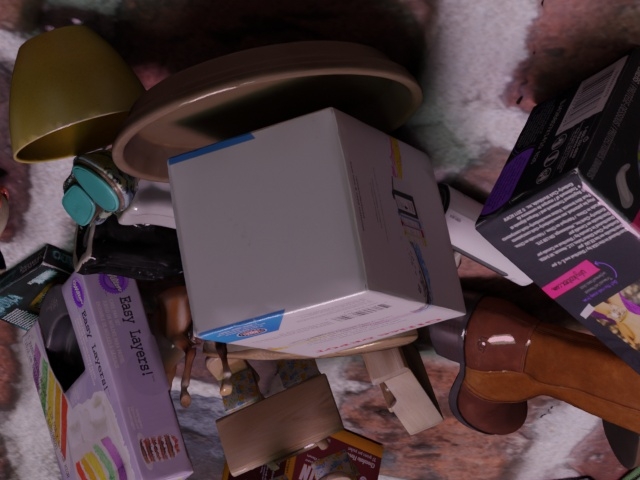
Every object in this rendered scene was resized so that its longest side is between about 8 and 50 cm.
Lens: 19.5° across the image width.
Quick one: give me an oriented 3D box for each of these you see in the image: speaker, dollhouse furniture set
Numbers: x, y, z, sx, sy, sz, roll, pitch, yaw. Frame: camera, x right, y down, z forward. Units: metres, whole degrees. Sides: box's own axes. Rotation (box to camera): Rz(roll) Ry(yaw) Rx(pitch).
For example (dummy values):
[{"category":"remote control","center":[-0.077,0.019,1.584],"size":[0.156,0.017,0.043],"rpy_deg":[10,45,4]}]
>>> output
[{"category":"speaker","center":[0.161,-0.005,1.839],"size":[0.136,0.055,0.055],"rpy_deg":[27,148,-29]},{"category":"dollhouse furniture set","center":[-0.006,0.178,2.083],"size":[0.242,0.212,0.161],"rpy_deg":[-24,146,6]}]

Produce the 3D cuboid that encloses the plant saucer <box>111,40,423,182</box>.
[{"category":"plant saucer","center":[-0.048,-0.112,1.629],"size":[0.278,0.041,0.278],"rpy_deg":[-11,166,-3]}]

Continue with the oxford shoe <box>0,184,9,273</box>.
[{"category":"oxford shoe","center":[-0.389,-0.058,1.907],"size":[0.130,0.123,0.348],"rpy_deg":[-13,153,-13]}]

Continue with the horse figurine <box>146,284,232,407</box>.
[{"category":"horse figurine","center":[-0.161,0.119,2.045],"size":[0.066,0.174,0.263],"rpy_deg":[4,150,-26]}]

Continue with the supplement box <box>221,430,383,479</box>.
[{"category":"supplement box","center":[-0.037,0.355,2.427],"size":[0.129,0.191,0.194],"rpy_deg":[25,149,-25]}]

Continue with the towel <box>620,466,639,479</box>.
[{"category":"towel","center":[0.549,0.326,2.340],"size":[0.325,0.038,0.248],"rpy_deg":[13,153,-8]}]

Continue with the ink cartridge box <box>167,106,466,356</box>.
[{"category":"ink cartridge box","center":[0.000,0.000,1.682],"size":[0.171,0.168,0.233],"rpy_deg":[-16,166,22]}]

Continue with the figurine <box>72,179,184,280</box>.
[{"category":"figurine","center":[-0.119,-0.018,1.896],"size":[0.209,0.092,0.215],"rpy_deg":[13,152,-22]}]

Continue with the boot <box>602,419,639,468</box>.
[{"category":"boot","center":[0.386,0.135,2.011],"size":[0.115,0.112,0.305],"rpy_deg":[-18,149,-12]}]

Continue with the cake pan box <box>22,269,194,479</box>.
[{"category":"cake pan box","center":[-0.240,0.173,2.057],"size":[0.070,0.266,0.246],"rpy_deg":[-9,163,-30]}]

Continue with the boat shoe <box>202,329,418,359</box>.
[{"category":"boat shoe","center":[-0.018,0.081,1.993],"size":[0.103,0.092,0.285],"rpy_deg":[0,176,-45]}]

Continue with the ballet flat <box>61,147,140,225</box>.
[{"category":"ballet flat","center":[-0.199,-0.060,1.739],"size":[0.070,0.070,0.188],"rpy_deg":[20,168,-17]}]

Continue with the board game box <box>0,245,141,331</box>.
[{"category":"board game box","center":[-0.308,0.066,2.163],"size":[0.126,0.026,0.186],"rpy_deg":[26,148,-27]}]

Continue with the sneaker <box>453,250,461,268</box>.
[{"category":"sneaker","center":[0.053,0.014,1.889],"size":[0.185,0.069,0.084],"rpy_deg":[2,143,-23]}]

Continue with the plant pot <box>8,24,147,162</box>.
[{"category":"plant pot","center":[-0.223,-0.137,1.664],"size":[0.134,0.095,0.134],"rpy_deg":[-18,173,-2]}]

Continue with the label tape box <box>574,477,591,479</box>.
[{"category":"label tape box","center":[0.280,0.436,2.557],"size":[0.348,0.115,0.249],"rpy_deg":[-11,145,39]}]

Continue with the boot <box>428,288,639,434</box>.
[{"category":"boot","center":[0.275,0.162,2.007],"size":[0.280,0.096,0.264],"rpy_deg":[16,144,29]}]

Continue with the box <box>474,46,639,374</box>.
[{"category":"box","center":[0.295,-0.005,1.604],"size":[0.270,0.165,0.143],"rpy_deg":[41,144,-15]}]
